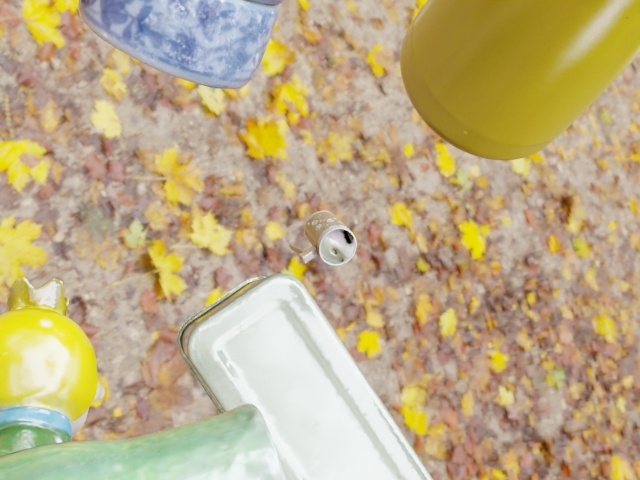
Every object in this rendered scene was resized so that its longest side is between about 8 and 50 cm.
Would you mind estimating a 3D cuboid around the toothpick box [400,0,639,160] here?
[{"bbox_3d":[0.194,-0.201,0.739,0.174,0.271,0.175,9,63,-18],"label":"toothpick box"}]

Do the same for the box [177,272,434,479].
[{"bbox_3d":[-0.032,0.220,1.148,0.177,0.344,0.352,-33,90,-10],"label":"box"}]

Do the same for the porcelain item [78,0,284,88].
[{"bbox_3d":[-0.099,-0.197,0.673,0.147,0.114,0.147,24,20,-9],"label":"porcelain item"}]

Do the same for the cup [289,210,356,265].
[{"bbox_3d":[0.006,0.004,1.615,0.074,0.102,0.099,38,6,-29],"label":"cup"}]

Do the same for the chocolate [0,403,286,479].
[{"bbox_3d":[-0.157,0.151,0.408,0.291,0.110,0.110,-19,87,-8],"label":"chocolate"}]

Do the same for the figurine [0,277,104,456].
[{"bbox_3d":[-0.233,0.163,0.745,0.185,0.127,0.234,66,3,-49],"label":"figurine"}]
